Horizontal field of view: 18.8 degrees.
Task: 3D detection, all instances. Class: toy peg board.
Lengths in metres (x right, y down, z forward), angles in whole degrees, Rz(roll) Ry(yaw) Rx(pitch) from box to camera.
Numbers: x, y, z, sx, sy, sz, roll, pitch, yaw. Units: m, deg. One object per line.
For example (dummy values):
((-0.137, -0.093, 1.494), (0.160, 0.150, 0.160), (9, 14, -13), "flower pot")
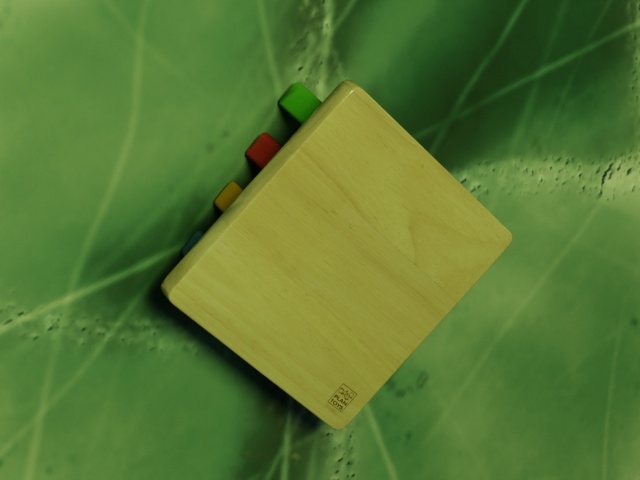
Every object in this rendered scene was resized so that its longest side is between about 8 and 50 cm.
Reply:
((0.000, 0.000, 1.153), (0.161, 0.079, 0.161), (-48, 125, 1), "toy peg board")
